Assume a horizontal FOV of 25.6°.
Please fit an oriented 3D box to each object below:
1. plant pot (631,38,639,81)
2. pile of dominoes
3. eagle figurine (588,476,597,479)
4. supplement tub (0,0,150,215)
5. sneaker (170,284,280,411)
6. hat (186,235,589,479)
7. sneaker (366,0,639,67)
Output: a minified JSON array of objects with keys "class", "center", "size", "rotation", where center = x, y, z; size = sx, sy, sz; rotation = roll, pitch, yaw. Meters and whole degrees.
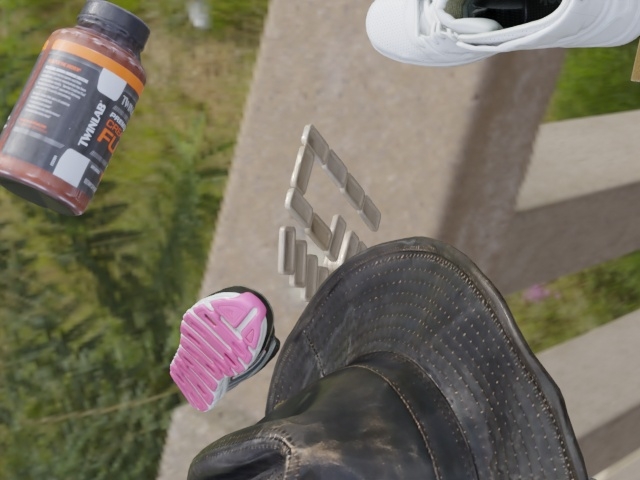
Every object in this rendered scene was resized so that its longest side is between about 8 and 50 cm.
[{"class":"plant pot","center":[0.458,-0.285,1.478],"size":[0.237,0.237,0.254],"rotation":[10,101,34]},{"class":"pile of dominoes","center":[0.000,0.000,1.772],"size":[0.040,0.251,0.196],"rotation":[1,63,28]},{"class":"eagle figurine","center":[0.269,0.359,2.070],"size":[0.298,0.226,0.225],"rotation":[42,154,-11]},{"class":"supplement tub","center":[-0.235,-0.131,1.355],"size":[0.106,0.106,0.198],"rotation":[16,77,33]},{"class":"sneaker","center":[-0.064,0.070,1.077],"size":[0.063,0.075,0.170],"rotation":[44,149,8]},{"class":"hat","center":[0.001,0.156,0.808],"size":[0.331,0.134,0.331],"rotation":[-1,89,59]},{"class":"sneaker","center":[0.130,-0.215,1.275],"size":[0.292,0.169,0.108],"rotation":[-1,93,38]}]
